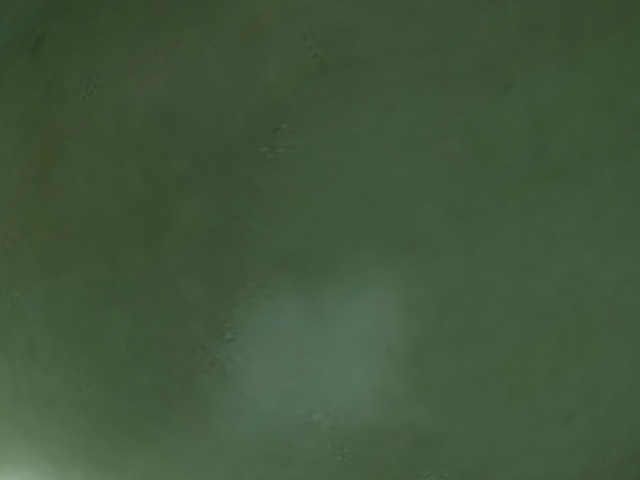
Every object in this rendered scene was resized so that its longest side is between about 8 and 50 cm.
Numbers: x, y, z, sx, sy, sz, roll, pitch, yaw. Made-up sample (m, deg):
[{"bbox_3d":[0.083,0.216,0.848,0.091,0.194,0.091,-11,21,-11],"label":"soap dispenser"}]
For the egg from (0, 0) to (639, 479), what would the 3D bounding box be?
[{"bbox_3d":[0.000,0.000,0.454,0.186,0.186,0.253,40,134,-16],"label":"egg"}]
